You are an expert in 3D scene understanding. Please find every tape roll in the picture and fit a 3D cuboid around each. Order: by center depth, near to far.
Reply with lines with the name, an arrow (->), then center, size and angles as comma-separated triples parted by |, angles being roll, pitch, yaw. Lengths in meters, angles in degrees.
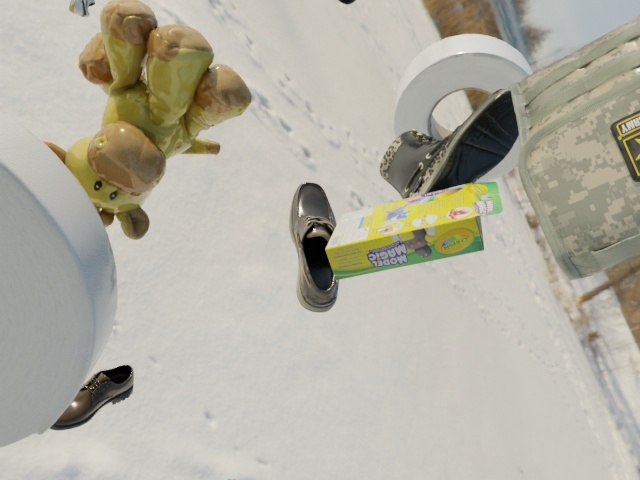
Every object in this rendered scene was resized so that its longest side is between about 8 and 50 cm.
tape roll -> -0.391, 0.037, 0.559 | 0.392, 0.392, 0.072 | 58, 15, -21
tape roll -> 0.285, -0.252, 1.180 | 0.286, 0.286, 0.100 | 55, 28, -29

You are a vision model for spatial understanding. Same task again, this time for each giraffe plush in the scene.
giraffe plush -> -0.194, -0.106, 0.611 | 0.181, 0.210, 0.170 | 28, 59, -5

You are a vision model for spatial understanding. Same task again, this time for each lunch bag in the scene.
lunch bag -> 0.339, -0.106, 0.620 | 0.169, 0.235, 0.287 | 48, 33, -26

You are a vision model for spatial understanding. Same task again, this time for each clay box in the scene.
clay box -> 0.127, -0.016, 0.786 | 0.127, 0.222, 0.053 | -63, 138, -63

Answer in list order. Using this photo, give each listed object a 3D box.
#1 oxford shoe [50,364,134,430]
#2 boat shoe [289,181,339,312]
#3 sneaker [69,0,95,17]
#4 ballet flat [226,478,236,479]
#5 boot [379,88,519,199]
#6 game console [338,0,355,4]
oxford shoe -> -0.516, 0.341, 1.340 | 0.082, 0.096, 0.227 | 32, 32, 18
boat shoe -> 0.000, 0.000, 1.515 | 0.130, 0.132, 0.356 | 121, -35, -61
sneaker -> -0.416, -0.435, 1.059 | 0.037, 0.032, 0.083 | 21, 80, -37
ballet flat -> -0.192, 0.526, 1.053 | 0.206, 0.067, 0.073 | -55, 152, -27
boot -> 0.187, -0.147, 0.909 | 0.085, 0.236, 0.179 | 25, 20, -28
game console -> -0.024, -0.622, 1.271 | 0.361, 0.213, 0.044 | 24, 44, -46
